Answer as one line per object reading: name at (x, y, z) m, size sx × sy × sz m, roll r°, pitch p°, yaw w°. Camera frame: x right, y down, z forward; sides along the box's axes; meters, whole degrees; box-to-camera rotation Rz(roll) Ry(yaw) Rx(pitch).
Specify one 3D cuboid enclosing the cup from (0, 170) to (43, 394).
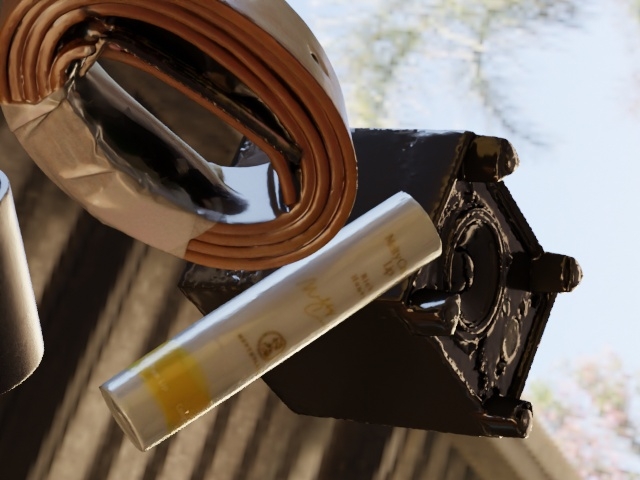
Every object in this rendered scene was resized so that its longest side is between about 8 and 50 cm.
cup at (-0.359, 0.062, 1.481) m, size 0.239 × 0.166 × 0.177 m, roll -51°, pitch -42°, yaw -50°

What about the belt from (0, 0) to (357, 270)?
belt at (-0.094, -0.091, 1.076) m, size 0.261 × 0.184 × 0.105 m, roll 32°, pitch -153°, yaw -23°

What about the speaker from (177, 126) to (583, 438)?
speaker at (0.057, 0.032, 1.407) m, size 0.232 × 0.254 × 0.184 m, roll 52°, pitch -130°, yaw -45°

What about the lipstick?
lipstick at (-0.031, 0.055, 1.173) m, size 0.264 × 0.059 × 0.059 m, roll -33°, pitch -48°, yaw -16°
